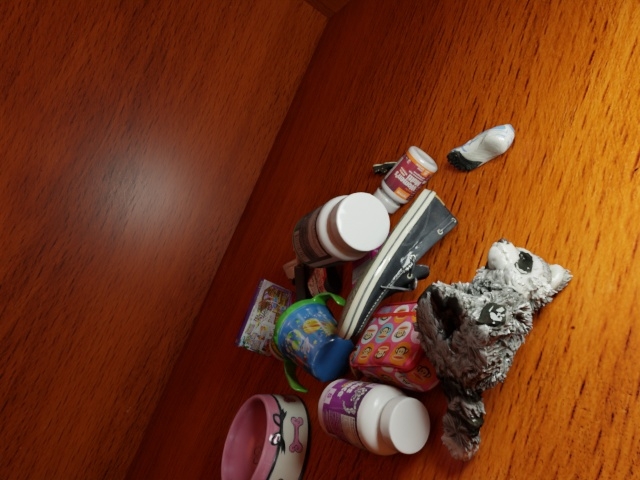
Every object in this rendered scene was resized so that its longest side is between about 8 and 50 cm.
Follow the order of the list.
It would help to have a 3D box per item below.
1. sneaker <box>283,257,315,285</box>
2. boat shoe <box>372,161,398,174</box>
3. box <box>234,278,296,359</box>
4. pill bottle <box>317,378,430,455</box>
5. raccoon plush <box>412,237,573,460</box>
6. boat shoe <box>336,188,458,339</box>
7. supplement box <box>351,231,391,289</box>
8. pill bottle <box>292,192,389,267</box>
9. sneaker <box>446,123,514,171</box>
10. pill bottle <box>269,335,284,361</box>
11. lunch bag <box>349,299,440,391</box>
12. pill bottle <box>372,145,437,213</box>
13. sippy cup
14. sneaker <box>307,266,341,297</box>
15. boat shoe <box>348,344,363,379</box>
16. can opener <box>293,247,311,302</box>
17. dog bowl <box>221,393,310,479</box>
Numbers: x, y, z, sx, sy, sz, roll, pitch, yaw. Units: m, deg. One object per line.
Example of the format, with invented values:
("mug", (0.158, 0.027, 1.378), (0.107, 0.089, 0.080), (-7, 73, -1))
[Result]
("sneaker", (-0.032, 0.107, 2.006), (0.290, 0.106, 0.123), (-32, 72, 37))
("boat shoe", (0.258, -0.286, 1.850), (0.133, 0.049, 0.042), (-4, 91, 55))
("box", (-0.215, 0.333, 1.983), (0.057, 0.201, 0.293), (-2, 64, 62))
("pill bottle", (0.134, 0.454, 1.215), (0.301, 0.169, 0.169), (-18, 51, 57))
("raccoon plush", (0.377, 0.220, 1.045), (0.216, 0.299, 0.446), (35, 131, 50))
("boat shoe", (0.219, 0.080, 1.312), (0.500, 0.156, 0.187), (-52, -3, -17))
("supplement box", (0.180, 0.069, 1.568), (0.114, 0.111, 0.220), (-40, 34, 42))
("pill bottle", (0.058, -0.027, 1.496), (0.361, 0.204, 0.204), (-21, 48, 66))
("sneaker", (0.470, -0.271, 1.385), (0.086, 0.085, 0.237), (-45, 12, -26))
("pill bottle", (-0.101, 0.364, 1.828), (0.208, 0.117, 0.117), (-52, 27, 25))
("lunch bag", (0.232, 0.259, 1.253), (0.258, 0.120, 0.293), (-55, 18, -28))
("pill bottle", (0.286, -0.204, 1.615), (0.221, 0.121, 0.121), (-50, 28, 27))
("sippy cup", (-0.007, 0.344, 1.565), (0.224, 0.240, 0.305), (31, 133, 55))
("sneaker", (0.000, 0.099, 1.865), (0.145, 0.090, 0.270), (-37, 53, 47))
("boat shoe", (0.127, 0.349, 1.399), (0.060, 0.064, 0.178), (-30, 5, 18))
("can opener", (-0.065, 0.122, 1.921), (0.093, 0.074, 0.280), (7, 102, 31))
("dog bowl", (-0.207, 0.727, 1.645), (0.408, 0.150, 0.408), (-44, 32, 36))
